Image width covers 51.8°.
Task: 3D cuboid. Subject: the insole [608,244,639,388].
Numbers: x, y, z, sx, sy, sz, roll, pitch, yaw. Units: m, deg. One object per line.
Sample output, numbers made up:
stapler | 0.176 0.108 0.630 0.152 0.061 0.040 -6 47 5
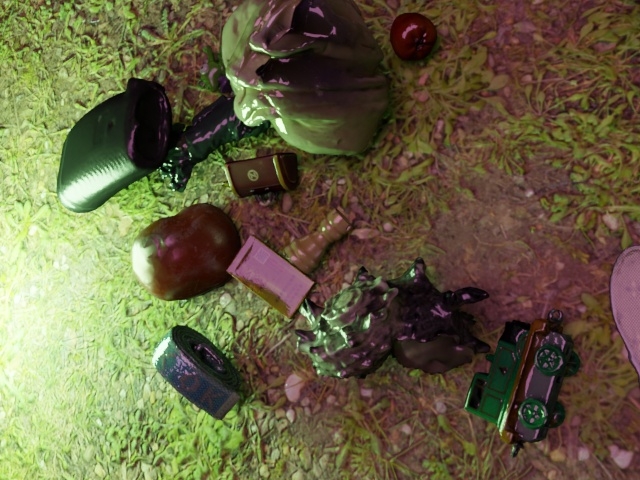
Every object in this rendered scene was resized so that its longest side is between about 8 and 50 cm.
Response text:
insole | 0.487 0.162 0.944 0.109 0.007 0.322 -11 76 25

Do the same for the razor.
razor | -0.430 -0.185 1.339 0.349 0.113 0.204 -20 64 45

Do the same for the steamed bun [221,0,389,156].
steamed bun | -0.017 -0.297 1.115 0.320 0.206 0.275 29 82 -10

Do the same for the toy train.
toy train | 0.299 0.206 0.984 0.136 0.091 0.227 14 88 38

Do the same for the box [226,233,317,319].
box | -0.091 0.067 1.220 0.156 0.022 0.089 34 95 15

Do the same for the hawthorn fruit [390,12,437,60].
hawthorn fruit | 0.159 -0.364 1.162 0.081 0.081 0.093 -38 38 16

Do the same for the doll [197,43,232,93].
doll | -0.189 -0.385 1.348 0.115 0.050 0.190 42 99 19

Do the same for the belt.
belt | -0.224 0.230 1.208 0.163 0.147 0.082 39 99 -19

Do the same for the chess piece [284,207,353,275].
chess piece | 0.000 0.000 1.184 0.122 0.066 0.066 -41 66 8

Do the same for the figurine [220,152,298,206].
figurine | -0.118 -0.112 1.259 0.154 0.082 0.098 -9 97 25

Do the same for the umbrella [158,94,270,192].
umbrella | -0.182 -0.226 1.291 0.349 0.094 0.143 -33 63 16

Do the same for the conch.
conch | 0.101 0.127 1.015 0.313 0.241 0.186 3 98 17

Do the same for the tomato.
tomato | -0.276 0.020 1.267 0.214 0.155 0.180 -33 72 16
